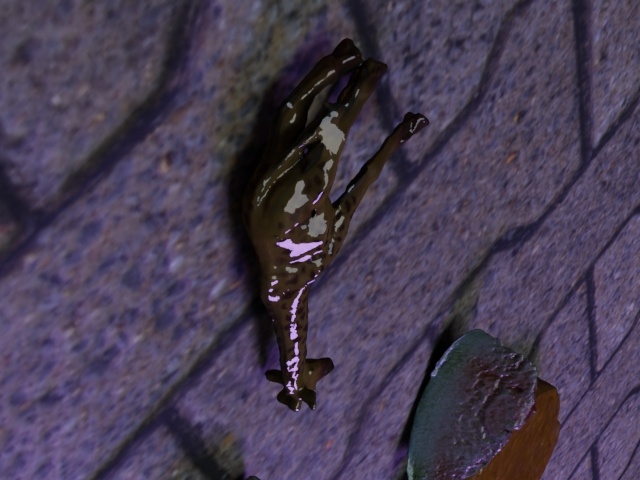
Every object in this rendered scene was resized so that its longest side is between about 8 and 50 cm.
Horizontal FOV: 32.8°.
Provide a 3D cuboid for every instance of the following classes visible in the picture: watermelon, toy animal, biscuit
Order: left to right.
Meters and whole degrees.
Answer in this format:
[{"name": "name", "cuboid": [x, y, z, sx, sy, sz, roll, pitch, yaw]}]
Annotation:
[{"name": "toy animal", "cuboid": [-0.006, 0.002, 0.715, 0.149, 0.054, 0.275, -13, 123, -55]}, {"name": "watermelon", "cuboid": [0.141, 0.169, 1.053, 0.081, 0.094, 0.180, -8, 137, -57]}, {"name": "biscuit", "cuboid": [0.165, 0.312, 1.226, 0.312, 0.057, 0.351, 14, 100, -61]}]

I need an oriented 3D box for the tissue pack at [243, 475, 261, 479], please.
[{"name": "tissue pack", "cuboid": [-0.061, 0.242, 0.834, 0.074, 0.059, 0.094, -33, 141, -41]}]
